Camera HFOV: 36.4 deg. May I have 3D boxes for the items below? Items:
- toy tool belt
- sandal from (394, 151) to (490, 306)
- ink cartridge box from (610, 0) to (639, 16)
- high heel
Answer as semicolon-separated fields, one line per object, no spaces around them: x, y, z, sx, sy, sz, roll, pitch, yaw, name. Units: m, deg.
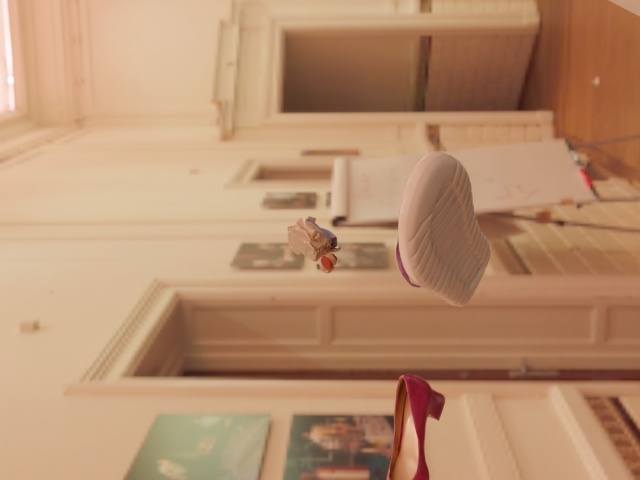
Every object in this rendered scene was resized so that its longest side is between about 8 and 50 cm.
0.000;0.000;1.257;0.051;0.083;0.052;-37;-33;-31;toy tool belt
0.164;-0.001;1.479;0.169;0.102;0.416;-62;-27;-15;sandal
0.317;-0.313;0.830;0.100;0.172;0.237;27;100;57;ink cartridge box
0.140;0.353;1.661;0.117;0.082;0.244;33;-104;-41;high heel
